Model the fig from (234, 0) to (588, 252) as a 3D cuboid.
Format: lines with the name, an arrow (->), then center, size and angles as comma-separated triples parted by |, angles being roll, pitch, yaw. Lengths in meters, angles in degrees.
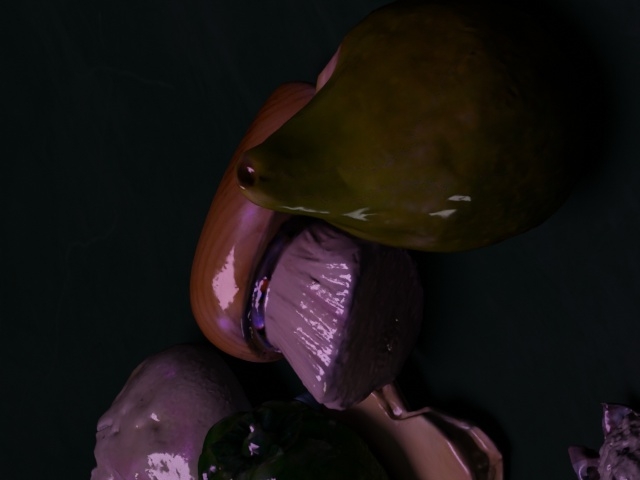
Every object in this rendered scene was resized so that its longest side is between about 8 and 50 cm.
fig -> 0.054, -0.067, 1.213 | 0.206, 0.275, 0.206 | 33, 136, 39

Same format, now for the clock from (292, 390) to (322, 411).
clock -> 0.005, 0.232, 1.700 | 0.147, 0.045, 0.108 | 59, 149, 10

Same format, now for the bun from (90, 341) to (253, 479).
bun -> -0.156, 0.256, 1.798 | 0.283, 0.179, 0.283 | 53, 156, 36

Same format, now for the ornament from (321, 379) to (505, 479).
ornament -> 0.090, 0.206, 1.551 | 0.201, 0.059, 0.180 | 32, 145, 40

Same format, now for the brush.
brush -> 0.000, 0.000, 1.464 | 0.166, 0.174, 0.266 | 20, 110, 32

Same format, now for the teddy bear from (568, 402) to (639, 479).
teddy bear -> 0.280, 0.192, 1.231 | 0.213, 0.111, 0.133 | -128, 48, -66

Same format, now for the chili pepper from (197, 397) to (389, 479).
chili pepper -> 0.012, 0.316, 1.600 | 0.213, 0.167, 0.385 | -13, 117, 23
